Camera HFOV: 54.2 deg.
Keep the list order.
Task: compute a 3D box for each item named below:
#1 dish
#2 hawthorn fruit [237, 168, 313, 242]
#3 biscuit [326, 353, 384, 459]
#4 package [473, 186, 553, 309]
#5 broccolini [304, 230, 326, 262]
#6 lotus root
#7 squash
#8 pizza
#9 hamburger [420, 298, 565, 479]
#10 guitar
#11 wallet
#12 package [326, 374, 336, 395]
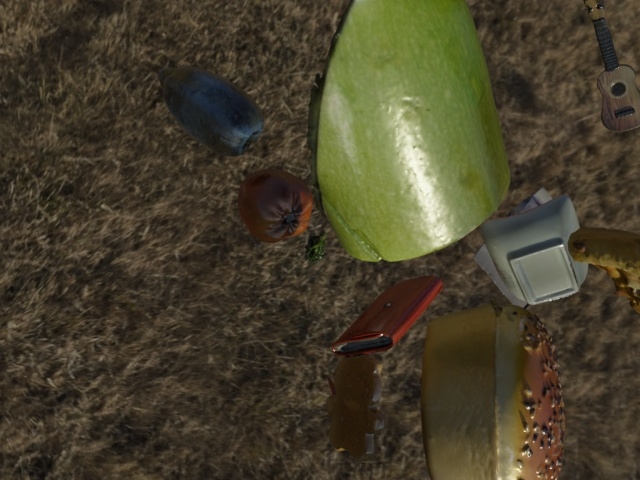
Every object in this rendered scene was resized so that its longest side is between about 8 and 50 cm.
[{"bbox_3d":[0.372,0.033,1.056,0.212,0.151,0.077,52,25,-44],"label":"dish"},{"bbox_3d":[-0.113,-0.085,1.485,0.189,0.189,0.190,6,78,-29],"label":"hawthorn fruit"},{"bbox_3d":[0.076,0.339,1.315,0.036,0.165,0.226,5,88,-39],"label":"biscuit"},{"bbox_3d":[0.518,0.025,1.542,0.251,0.062,0.204,-43,98,-3],"label":"package"},{"bbox_3d":[-0.013,0.001,1.556,0.058,0.201,0.074,-1,74,0],"label":"broccolini"},{"bbox_3d":[-0.278,-0.324,1.471,0.322,0.140,0.158,37,99,14],"label":"lotus root"},{"bbox_3d":[0.078,-0.157,0.701,0.233,0.210,0.309,-45,125,-21],"label":"squash"},{"bbox_3d":[0.363,0.045,0.689,0.063,0.182,0.161,-57,138,-7],"label":"pizza"},{"bbox_3d":[0.236,0.223,0.842,0.300,0.175,0.301,-4,90,-72],"label":"hamburger"},{"bbox_3d":[0.527,-0.332,1.139,0.038,0.083,0.271,-45,116,-54],"label":"guitar"},{"bbox_3d":[0.123,0.135,1.140,0.204,0.142,0.045,-38,104,-46],"label":"wallet"},{"bbox_3d":[0.050,0.422,1.644,0.022,0.200,0.083,-24,101,-7],"label":"package"}]
